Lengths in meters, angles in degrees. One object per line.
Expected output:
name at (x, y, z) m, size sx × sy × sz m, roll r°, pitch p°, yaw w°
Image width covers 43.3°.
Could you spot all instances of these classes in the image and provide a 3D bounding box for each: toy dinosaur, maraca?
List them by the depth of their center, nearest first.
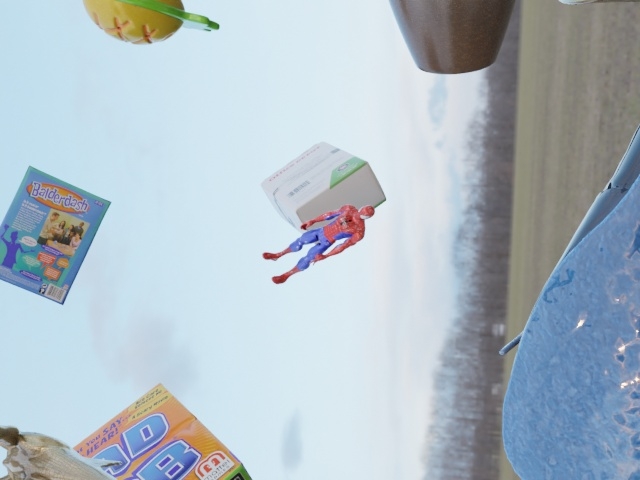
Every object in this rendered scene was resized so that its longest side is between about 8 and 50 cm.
toy dinosaur at (-0.144, 0.116, 0.415) m, size 0.093 × 0.183 × 0.053 m, roll 12°, pitch -105°, yaw -34°
maraca at (-0.228, -0.309, 1.079) m, size 0.127 × 0.186 × 0.099 m, roll 33°, pitch 111°, yaw 64°

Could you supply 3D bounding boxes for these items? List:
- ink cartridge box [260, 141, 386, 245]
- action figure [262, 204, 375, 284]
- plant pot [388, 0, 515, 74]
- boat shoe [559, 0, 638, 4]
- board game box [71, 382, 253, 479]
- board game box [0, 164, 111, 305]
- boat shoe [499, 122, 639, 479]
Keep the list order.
ink cartridge box at (0.000, -0.093, 1.518) m, size 0.092 × 0.160 × 0.219 m, roll 59°, pitch 172°, yaw -25°
action figure at (0.000, 0.000, 0.678) m, size 0.030 × 0.115 × 0.038 m, roll 8°, pitch -123°, yaw -55°
plant pot at (0.167, -0.336, 1.018) m, size 0.215 × 0.216 × 0.230 m, roll -67°, pitch -27°, yaw -57°
boat shoe at (0.398, -0.359, 1.005) m, size 0.341 × 0.122 × 0.110 m, roll -129°, pitch 35°, yaw -77°
board game box at (-0.275, 0.541, 1.393) m, size 0.357 × 0.356 × 0.356 m, roll -37°, pitch -61°, yaw -20°
board game box at (-0.500, -0.009, 1.473) m, size 0.210 × 0.160 × 0.047 m, roll -66°, pitch 15°, yaw -7°
boat shoe at (0.173, 0.004, 0.366) m, size 0.258 × 0.109 × 0.089 m, roll -58°, pitch -19°, yaw 3°
